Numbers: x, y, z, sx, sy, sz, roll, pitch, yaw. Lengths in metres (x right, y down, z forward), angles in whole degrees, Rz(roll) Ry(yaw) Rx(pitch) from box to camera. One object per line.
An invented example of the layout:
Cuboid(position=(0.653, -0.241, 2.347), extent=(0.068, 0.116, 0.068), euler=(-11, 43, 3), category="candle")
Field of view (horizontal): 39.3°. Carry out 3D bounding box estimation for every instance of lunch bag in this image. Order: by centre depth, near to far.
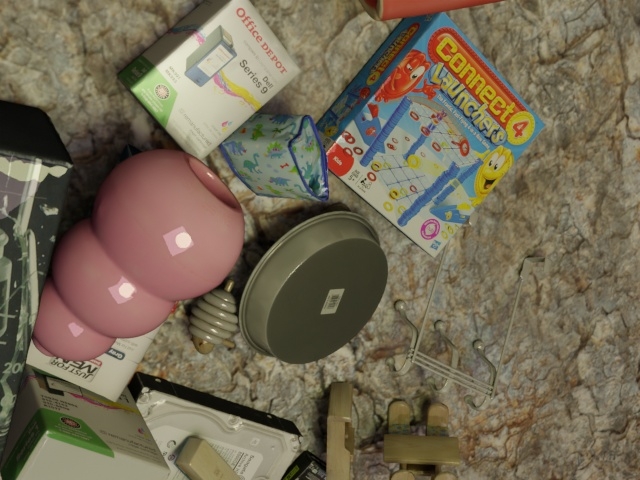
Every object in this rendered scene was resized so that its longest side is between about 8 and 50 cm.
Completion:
Cuboid(position=(-0.062, -0.120, 1.372), extent=(0.096, 0.129, 0.151), euler=(-62, 146, -35), category="lunch bag")

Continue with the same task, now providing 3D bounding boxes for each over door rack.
Cuboid(position=(0.270, 0.130, 1.678), extent=(0.239, 0.108, 0.324), euler=(28, 84, -32), category="over door rack")

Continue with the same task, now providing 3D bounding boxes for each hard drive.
Cuboid(position=(-0.223, 0.386, 1.573), extent=(0.339, 0.064, 0.237), euler=(26, 100, -32), category="hard drive")

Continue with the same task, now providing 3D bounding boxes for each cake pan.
Cuboid(position=(0.000, 0.090, 1.502), extent=(0.293, 0.054, 0.293), euler=(-24, 135, -27), category="cake pan")

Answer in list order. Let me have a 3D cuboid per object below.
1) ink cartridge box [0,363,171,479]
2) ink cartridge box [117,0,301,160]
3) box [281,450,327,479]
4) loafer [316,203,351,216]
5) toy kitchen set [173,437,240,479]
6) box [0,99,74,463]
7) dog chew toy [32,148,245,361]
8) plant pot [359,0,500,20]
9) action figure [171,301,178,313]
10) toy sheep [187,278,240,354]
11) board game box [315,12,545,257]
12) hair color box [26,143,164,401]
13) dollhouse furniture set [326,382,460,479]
Cuboid(position=(-0.369, 0.288, 1.335), extent=(0.201, 0.278, 0.117), euler=(29, 95, -32), category="ink cartridge box")
Cuboid(position=(-0.160, -0.243, 1.308), extent=(0.212, 0.093, 0.154), euler=(-42, 122, -5), category="ink cartridge box")
Cuboid(position=(-0.025, 0.522, 1.737), extent=(0.184, 0.045, 0.191), euler=(-46, 124, 3), category="box")
Cuboid(position=(0.000, 0.000, 1.514), extent=(0.148, 0.050, 0.056), euler=(-45, 123, -1), category="loafer")
Cuboid(position=(-0.269, 0.445, 1.505), extent=(0.122, 0.166, 0.207), euler=(57, 46, -33), category="toy kitchen set")
Cuboid(position=(-0.610, 0.038, 1.106), extent=(0.480, 0.297, 0.471), euler=(10, 105, -28), category="box")
Cuboid(position=(-0.260, 0.034, 1.200), extent=(0.332, 0.206, 0.206), euler=(-42, 123, 10), category="dog chew toy")
Cuboid(position=(0.161, -0.448, 1.287), extent=(0.243, 0.275, 0.275), euler=(-21, 120, -4), category="plant pot")
Cuboid(position=(-0.244, 0.082, 1.447), extent=(0.038, 0.030, 0.115), euler=(12, 109, -11), category="action figure")
Cuboid(position=(-0.170, 0.125, 1.471), extent=(0.091, 0.091, 0.132), euler=(25, 85, -31), category="toy sheep")
Cuboid(position=(0.176, -0.176, 1.498), extent=(0.308, 0.086, 0.302), euler=(37, 94, -33), category="board game box")
Cuboid(position=(-0.300, 0.049, 1.350), extent=(0.174, 0.105, 0.347), euler=(29, 97, -21), category="hair color box")
Cuboid(position=(0.134, 0.363, 1.647), extent=(0.242, 0.212, 0.161), euler=(2, 115, 3), category="dollhouse furniture set")
